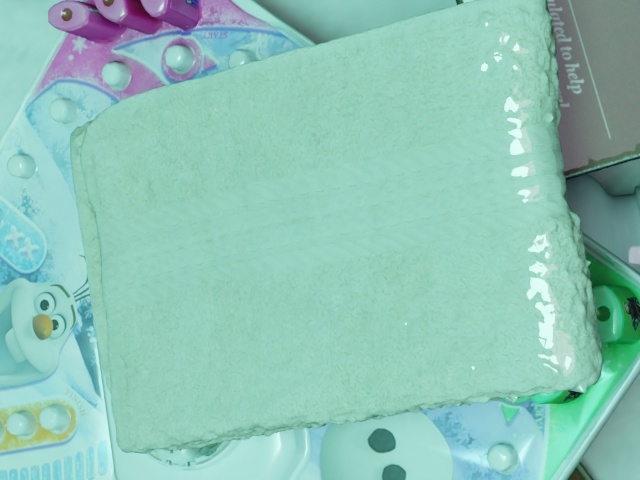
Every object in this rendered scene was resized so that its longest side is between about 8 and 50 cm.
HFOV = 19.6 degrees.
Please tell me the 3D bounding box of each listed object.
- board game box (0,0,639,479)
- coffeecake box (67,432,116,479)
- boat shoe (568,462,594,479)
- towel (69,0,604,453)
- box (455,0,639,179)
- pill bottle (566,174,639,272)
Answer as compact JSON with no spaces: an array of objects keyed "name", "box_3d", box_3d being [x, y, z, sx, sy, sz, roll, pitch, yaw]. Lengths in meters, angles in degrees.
[{"name":"board game box","box_3d":[-0.074,0.083,1.005,0.390,0.050,0.390,38,104,23]},{"name":"coffeecake box","box_3d":[-0.067,0.206,1.065,0.186,0.068,0.142,21,98,24]},{"name":"boat shoe","box_3d":[0.133,0.218,1.047,0.123,0.116,0.324,-35,91,9]},{"name":"towel","box_3d":[0.000,0.000,0.902,0.282,0.049,0.187,-11,86,33]},{"name":"box","box_3d":[0.158,-0.133,0.965,0.167,0.203,0.168,-16,93,8]},{"name":"pill bottle","box_3d":[0.111,0.017,1.036,0.184,0.103,0.103,-9,95,7]}]
